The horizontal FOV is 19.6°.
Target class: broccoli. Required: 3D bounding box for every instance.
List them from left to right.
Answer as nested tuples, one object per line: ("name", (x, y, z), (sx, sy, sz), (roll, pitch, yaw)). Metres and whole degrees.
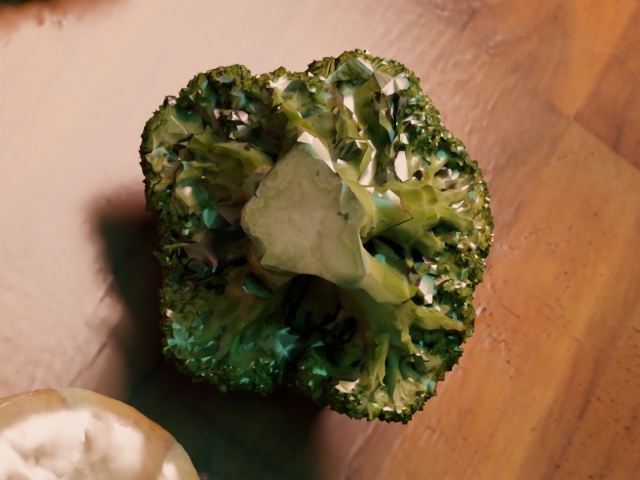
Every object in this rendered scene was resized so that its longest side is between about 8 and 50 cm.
("broccoli", (0.000, 0.000, 0.762), (0.145, 0.138, 0.162), (-13, 87, 3))

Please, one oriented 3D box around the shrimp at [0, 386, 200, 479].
("shrimp", (-0.126, 0.168, 0.670), (0.145, 0.059, 0.254), (39, 57, -12))
